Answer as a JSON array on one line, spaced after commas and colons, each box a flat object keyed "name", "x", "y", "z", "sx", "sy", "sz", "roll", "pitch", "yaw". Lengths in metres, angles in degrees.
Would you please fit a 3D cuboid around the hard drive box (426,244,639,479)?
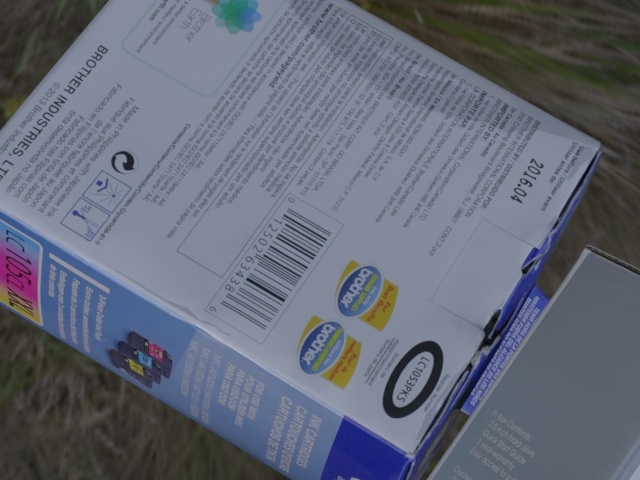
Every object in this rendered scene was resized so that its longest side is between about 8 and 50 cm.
[{"name": "hard drive box", "x": 0.115, "y": 0.150, "z": 0.664, "sx": 0.181, "sy": 0.089, "sz": 0.232, "roll": 36, "pitch": 88, "yaw": -31}]

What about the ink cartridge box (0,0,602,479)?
[{"name": "ink cartridge box", "x": 0.000, "y": 0.000, "z": 1.155, "sx": 0.395, "sy": 0.151, "sz": 0.270, "roll": 30, "pitch": 63, "yaw": 10}]
